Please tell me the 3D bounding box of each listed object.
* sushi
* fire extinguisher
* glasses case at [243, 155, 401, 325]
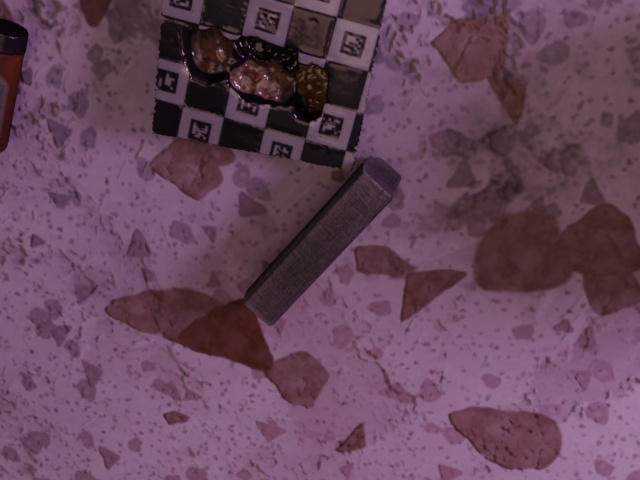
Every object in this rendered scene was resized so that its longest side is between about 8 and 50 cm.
[{"bbox_3d":[-0.053,-0.185,1.018,0.215,0.050,0.192,11,118,1],"label":"sushi"},{"bbox_3d":[-0.355,-0.149,1.093,0.062,0.050,0.177,41,122,39],"label":"fire extinguisher"},{"bbox_3d":[0.000,0.000,1.075,0.047,0.071,0.205,41,114,-4],"label":"glasses case"}]
